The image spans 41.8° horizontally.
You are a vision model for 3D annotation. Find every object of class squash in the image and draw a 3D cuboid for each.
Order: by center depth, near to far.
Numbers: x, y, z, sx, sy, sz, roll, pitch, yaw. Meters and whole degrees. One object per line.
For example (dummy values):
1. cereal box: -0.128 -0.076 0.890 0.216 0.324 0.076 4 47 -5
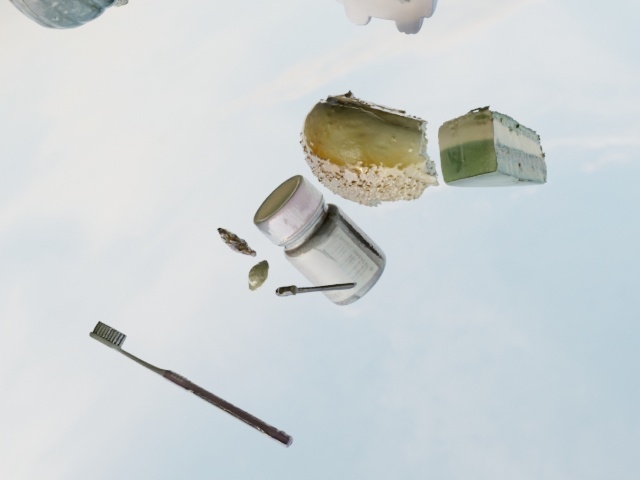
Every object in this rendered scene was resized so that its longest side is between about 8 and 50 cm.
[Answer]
1. squash: -0.334 -0.386 1.123 0.218 0.172 0.218 -4 -126 5

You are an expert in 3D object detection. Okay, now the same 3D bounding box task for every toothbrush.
1. toothbrush: -0.191 0.205 1.216 0.354 0.024 0.029 26 -97 17

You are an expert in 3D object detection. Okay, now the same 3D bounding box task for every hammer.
1. hammer: 0.000 0.094 1.631 0.178 0.021 0.065 -2 174 -29

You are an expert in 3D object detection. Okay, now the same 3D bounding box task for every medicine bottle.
1. medicine bottle: 0.000 0.000 1.810 0.165 0.273 0.165 -40 -161 17

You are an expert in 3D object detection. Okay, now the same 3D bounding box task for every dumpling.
1. dumpling: -0.144 0.084 2.003 0.077 0.043 0.059 -44 -143 -16

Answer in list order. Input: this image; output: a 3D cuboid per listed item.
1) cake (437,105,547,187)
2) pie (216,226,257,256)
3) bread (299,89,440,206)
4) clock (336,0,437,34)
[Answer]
1. cake: 0.405 -0.202 1.990 0.172 0.158 0.283 -10 169 39
2. pie: -0.174 0.008 1.750 0.034 0.092 0.170 -57 173 -5
3. bread: 0.061 -0.149 1.357 0.314 0.192 0.171 -130 -125 -70
4. clock: 0.150 -0.473 1.398 0.189 0.189 0.254 -6 -149 37
